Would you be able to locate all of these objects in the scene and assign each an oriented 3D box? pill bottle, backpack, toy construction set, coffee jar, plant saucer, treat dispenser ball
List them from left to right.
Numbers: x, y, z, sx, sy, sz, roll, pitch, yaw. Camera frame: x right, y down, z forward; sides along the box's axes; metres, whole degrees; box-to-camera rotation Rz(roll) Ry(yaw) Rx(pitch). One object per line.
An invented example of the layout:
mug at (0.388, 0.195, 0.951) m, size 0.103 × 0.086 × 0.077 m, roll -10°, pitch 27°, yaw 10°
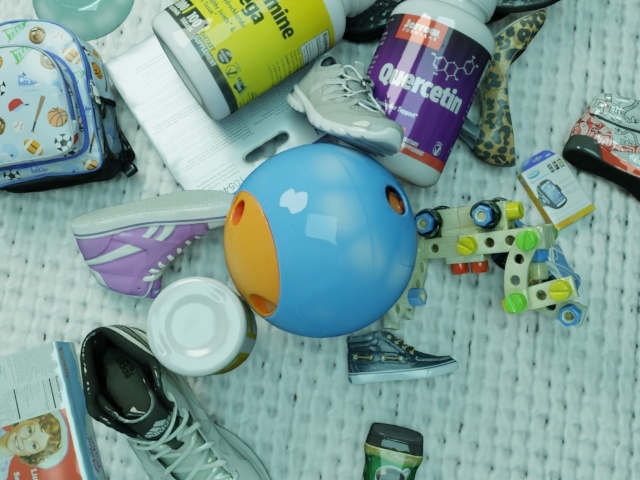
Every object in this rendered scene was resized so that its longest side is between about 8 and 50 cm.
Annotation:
backpack at (-0.468, -0.222, 1.058) m, size 0.276 × 0.213 × 0.263 m, roll -9°, pitch 85°, yaw -2°
plant saucer at (-0.446, -0.469, 1.200) m, size 0.195 × 0.037 × 0.195 m, roll 0°, pitch 80°, yaw -1°
pill bottle at (-0.168, 0.137, 0.984) m, size 0.136 × 0.246 × 0.136 m, roll 0°, pitch 79°, yaw 0°
pill bottle at (-0.083, -0.357, 1.036) m, size 0.334 × 0.188 × 0.188 m, roll -35°, pitch 82°, yaw -7°
treat dispenser ball at (0.000, 0.000, 0.961) m, size 0.288 × 0.288 × 0.288 m, roll 0°, pitch 80°, yaw 0°
coffee jar at (0.106, 0.387, 1.024) m, size 0.096 × 0.079 × 0.184 m, roll 12°, pitch 81°, yaw 4°
pill bottle at (0.166, -0.261, 1.059) m, size 0.181 × 0.181 × 0.323 m, roll 23°, pitch 95°, yaw 4°
toy construction set at (0.246, 0.045, 1.043) m, size 0.327 × 0.151 × 0.215 m, roll -8°, pitch 92°, yaw 22°

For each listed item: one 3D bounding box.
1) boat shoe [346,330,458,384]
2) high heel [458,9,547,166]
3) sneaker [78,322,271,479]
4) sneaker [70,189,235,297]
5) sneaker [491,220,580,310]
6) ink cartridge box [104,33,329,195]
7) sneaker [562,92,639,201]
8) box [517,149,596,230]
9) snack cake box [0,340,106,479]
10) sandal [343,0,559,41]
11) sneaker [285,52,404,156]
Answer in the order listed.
boat shoe at (0.134, 0.188, 1.068) m, size 0.183 × 0.065 × 0.083 m, roll -6°, pitch 81°, yaw -1°
high heel at (0.345, -0.262, 1.134) m, size 0.261 × 0.093 × 0.186 m, roll -44°, pitch 78°, yaw 7°
sneaker at (-0.221, 0.314, 0.945) m, size 0.169 × 0.257 × 0.447 m, roll -37°, pitch 82°, yaw -7°
sneaker at (-0.252, 0.010, 1.066) m, size 0.282 × 0.102 × 0.161 m, roll -9°, pitch 110°, yaw 12°
sneaker at (0.356, 0.022, 1.106) m, size 0.081 × 0.080 × 0.211 m, roll -27°, pitch 74°, yaw -37°
ink cartridge box at (-0.160, -0.255, 1.148) m, size 0.324 × 0.071 × 0.330 m, roll -32°, pitch 85°, yaw -6°
sneaker at (0.570, -0.152, 1.122) m, size 0.270 × 0.090 × 0.145 m, roll 29°, pitch 78°, yaw 3°
box at (0.412, -0.091, 1.142) m, size 0.081 × 0.028 × 0.136 m, roll -28°, pitch 79°, yaw -5°
snack cake box at (-0.450, 0.308, 1.031) m, size 0.152 × 0.089 × 0.264 m, roll -16°, pitch 80°, yaw -5°
sandal at (0.238, -0.459, 1.181) m, size 0.445 × 0.107 × 0.168 m, roll -6°, pitch 78°, yaw 12°
sneaker at (0.037, -0.214, 0.963) m, size 0.105 × 0.281 × 0.115 m, roll 19°, pitch 106°, yaw -38°
